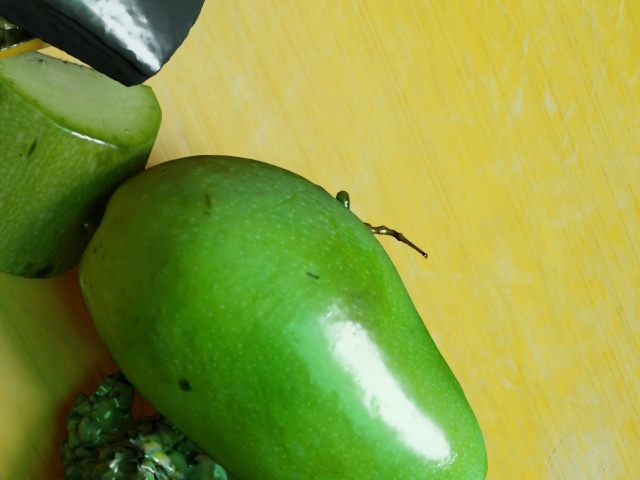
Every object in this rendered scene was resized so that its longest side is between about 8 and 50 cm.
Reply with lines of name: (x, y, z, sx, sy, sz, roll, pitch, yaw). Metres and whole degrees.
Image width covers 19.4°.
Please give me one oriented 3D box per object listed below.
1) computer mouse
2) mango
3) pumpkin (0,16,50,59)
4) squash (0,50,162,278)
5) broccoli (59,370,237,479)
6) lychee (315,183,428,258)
computer mouse: (-0.201, -0.245, 1.415, 0.269, 0.100, 0.170, 28, 58, -24)
mango: (-0.022, 0.084, 1.513, 0.382, 0.201, 0.225, 41, 70, -2)
pumpkin: (-0.249, -0.181, 1.453, 0.074, 0.054, 0.083, -27, 86, -38)
squash: (-0.206, -0.056, 1.507, 0.192, 0.085, 0.184, 13, 89, -37)
broccoli: (-0.126, 0.190, 1.610, 0.198, 0.177, 0.275, 38, 39, -2)
lychee: (-0.006, 0.003, 1.660, 0.140, 0.101, 0.114, -17, 74, -39)
